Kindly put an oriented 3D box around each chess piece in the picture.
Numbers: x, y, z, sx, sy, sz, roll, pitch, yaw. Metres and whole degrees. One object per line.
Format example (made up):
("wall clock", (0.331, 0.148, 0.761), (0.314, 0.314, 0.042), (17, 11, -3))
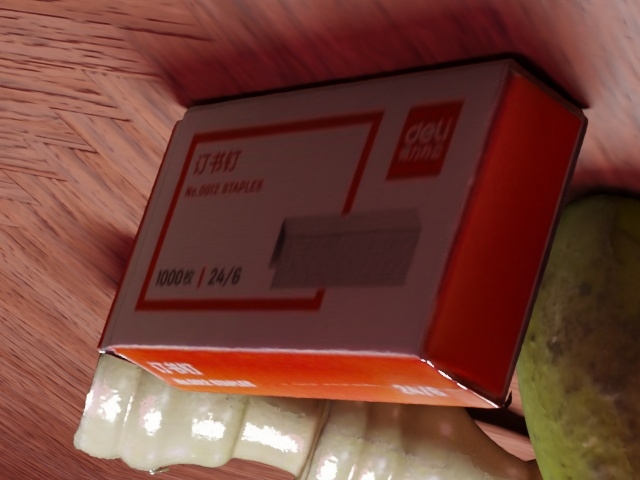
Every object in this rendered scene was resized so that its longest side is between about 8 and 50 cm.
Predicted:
("chess piece", (0.013, 0.118, 1.159), (0.307, 0.124, 0.139), (18, 126, -3))

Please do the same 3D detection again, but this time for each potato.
("potato", (0.191, 0.102, 0.811), (0.141, 0.176, 0.298), (-15, 116, 49))

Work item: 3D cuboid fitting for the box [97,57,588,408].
("box", (0.000, 0.000, 0.773), (0.050, 0.123, 0.229), (29, 162, -33))
